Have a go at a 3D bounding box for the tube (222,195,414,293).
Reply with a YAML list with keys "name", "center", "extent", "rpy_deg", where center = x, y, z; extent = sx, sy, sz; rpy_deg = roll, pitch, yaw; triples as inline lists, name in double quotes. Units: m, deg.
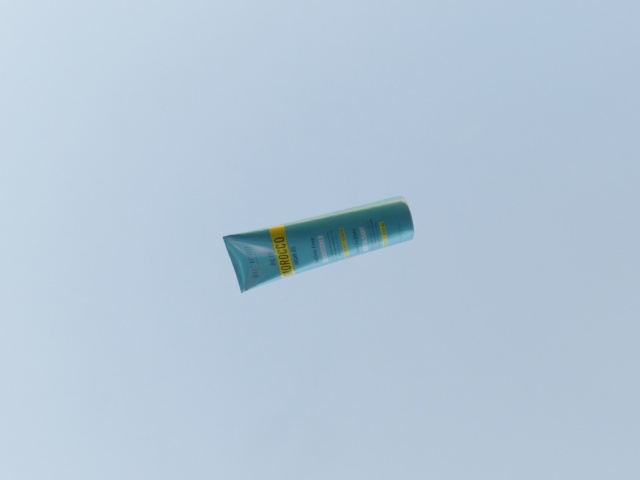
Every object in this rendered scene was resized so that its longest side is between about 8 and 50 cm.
- name: "tube"
  center: [0.000, 0.000, 0.746]
  extent: [0.207, 0.080, 0.052]
  rpy_deg: [-15, -151, -4]
